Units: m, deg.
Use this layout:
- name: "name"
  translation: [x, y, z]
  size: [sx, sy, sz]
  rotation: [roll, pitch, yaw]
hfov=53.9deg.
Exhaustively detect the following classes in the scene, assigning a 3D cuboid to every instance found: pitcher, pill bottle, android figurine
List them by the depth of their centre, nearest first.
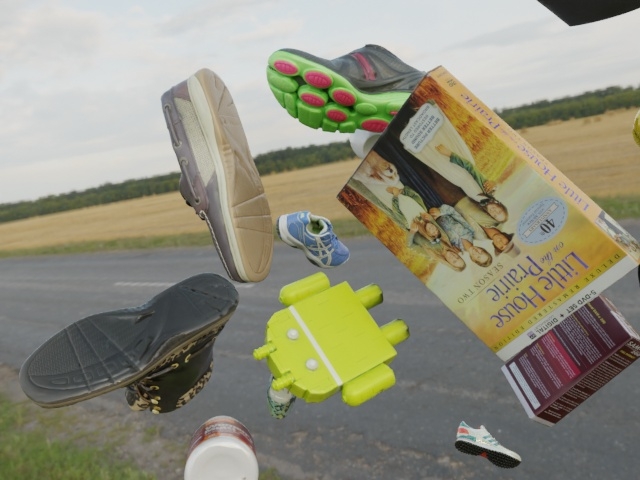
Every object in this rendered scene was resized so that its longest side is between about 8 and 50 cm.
- name: "android figurine"
  translation: [0.017, 0.172, 1.095]
  size: [0.272, 0.248, 0.056]
  rotation: [-20, -28, -27]
- name: "pill bottle"
  translation: [-0.175, 0.383, 1.114]
  size: [0.121, 0.121, 0.221]
  rotation: [-12, -1, -10]
- name: "pitcher"
  translation: [0.145, -0.332, 1.797]
  size: [0.125, 0.178, 0.207]
  rotation: [5, 33, -14]

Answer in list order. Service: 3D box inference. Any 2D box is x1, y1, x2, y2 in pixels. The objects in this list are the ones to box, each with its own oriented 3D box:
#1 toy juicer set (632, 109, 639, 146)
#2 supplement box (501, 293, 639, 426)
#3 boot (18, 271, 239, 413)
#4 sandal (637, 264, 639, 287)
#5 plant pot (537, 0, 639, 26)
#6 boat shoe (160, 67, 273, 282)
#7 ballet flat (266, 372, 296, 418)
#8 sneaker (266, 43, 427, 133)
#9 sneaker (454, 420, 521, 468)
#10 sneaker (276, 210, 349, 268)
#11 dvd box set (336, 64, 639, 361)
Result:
- name: "toy juicer set"
  translation: [0.458, -0.112, 0.673]
  size: [0.209, 0.090, 0.329]
  rotation: [-10, -15, 39]
- name: "supplement box"
  translation: [0.470, 0.222, 1.179]
  size: [0.073, 0.239, 0.130]
  rotation: [26, 27, -31]
- name: "boot"
  translation: [-0.328, 0.228, 1.132]
  size: [0.377, 0.138, 0.284]
  rotation: [-29, -25, -34]
- name: "sandal"
  translation: [0.503, 0.054, 0.935]
  size: [0.054, 0.255, 0.097]
  rotation: [-22, 23, -1]
- name: "plant pot"
  translation: [0.522, -0.513, 1.147]
  size: [0.167, 0.188, 0.188]
  rotation: [15, 7, 43]
- name: "boat shoe"
  translation: [-0.139, -0.078, 0.827]
  size: [0.092, 0.285, 0.103]
  rotation: [-16, -1, 23]
- name: "ballet flat"
  translation: [-0.073, 0.272, 1.292]
  size: [0.070, 0.188, 0.070]
  rotation: [13, -11, 3]
- name: "sneaker"
  translation: [0.084, -0.385, 1.571]
  size: [0.482, 0.202, 0.185]
  rotation: [8, -36, -26]
- name: "sneaker"
  translation: [0.394, 0.472, 1.470]
  size: [0.161, 0.057, 0.075]
  rotation: [19, 42, 1]
- name: "sneaker"
  translation: [0.000, 0.000, 1.366]
  size: [0.081, 0.080, 0.211]
  rotation: [-21, -34, 35]
- name: "dvd box set"
  translation: [0.253, -0.032, 1.039]
  size: [0.062, 0.420, 0.308]
  rotation: [-36, -12, -47]
